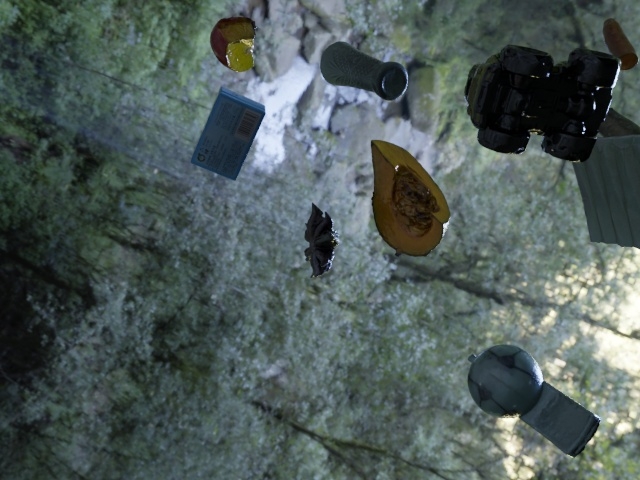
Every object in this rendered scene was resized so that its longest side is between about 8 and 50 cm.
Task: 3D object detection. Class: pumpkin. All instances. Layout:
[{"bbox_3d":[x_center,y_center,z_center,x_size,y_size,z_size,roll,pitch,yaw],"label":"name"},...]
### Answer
[{"bbox_3d":[0.188,-0.091,1.575,0.111,0.279,0.163,-27,165,-48],"label":"pumpkin"}]

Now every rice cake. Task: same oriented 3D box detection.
[{"bbox_3d":[0.472,-0.076,1.055,0.037,0.189,0.198,-34,109,-19],"label":"rice cake"}]

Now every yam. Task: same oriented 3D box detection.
[{"bbox_3d":[0.543,-0.150,1.131,0.274,0.061,0.061,-108,-157,-55],"label":"yam"}]

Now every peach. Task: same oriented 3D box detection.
[{"bbox_3d":[-0.230,-0.515,1.773,0.151,0.118,0.152,-171,-90,-88],"label":"peach"}]

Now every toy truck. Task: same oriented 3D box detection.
[{"bbox_3d":[0.301,-0.210,0.966,0.224,0.165,0.148,0,117,-20],"label":"toy truck"}]

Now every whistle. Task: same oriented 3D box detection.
[{"bbox_3d":[0.397,0.301,1.356,0.163,0.289,0.164,-10,113,-26],"label":"whistle"}]

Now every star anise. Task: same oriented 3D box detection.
[{"bbox_3d":[0.000,0.000,1.604,0.061,0.181,0.205,-5,145,-18],"label":"star anise"}]

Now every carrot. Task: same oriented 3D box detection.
[{"bbox_3d":[0.598,-0.401,1.363,0.048,0.048,0.139,84,3,-51],"label":"carrot"}]

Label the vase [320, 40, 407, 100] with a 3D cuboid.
[{"bbox_3d":[0.092,-0.348,1.395,0.096,0.219,0.096,-13,118,-25],"label":"vase"}]

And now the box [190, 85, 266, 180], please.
[{"bbox_3d":[-0.267,-0.308,1.949,0.232,0.142,0.083,-62,-163,23],"label":"box"}]
